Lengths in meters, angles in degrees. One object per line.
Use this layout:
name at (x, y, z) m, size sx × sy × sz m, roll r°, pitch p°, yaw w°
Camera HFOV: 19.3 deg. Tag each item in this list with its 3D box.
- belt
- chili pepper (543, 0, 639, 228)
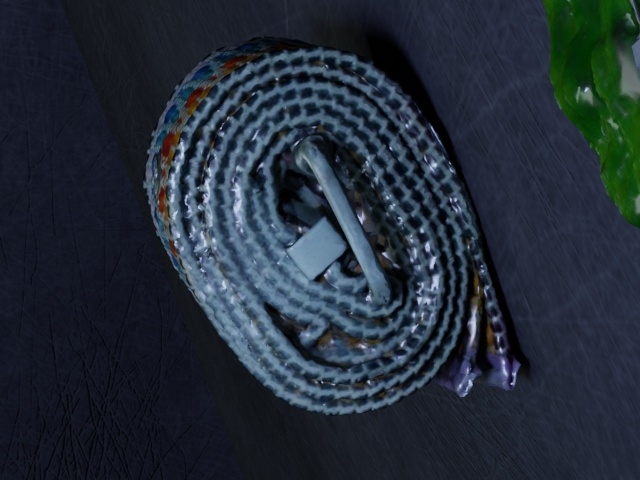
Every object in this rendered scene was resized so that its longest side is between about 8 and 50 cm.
belt at (0.000, 0.000, 1.338) m, size 0.295 × 0.206 × 0.160 m, roll 67°, pitch 169°, yaw -12°
chili pepper at (0.134, -0.124, 0.865) m, size 0.099 × 0.083 × 0.253 m, roll 121°, pitch 130°, yaw -73°
